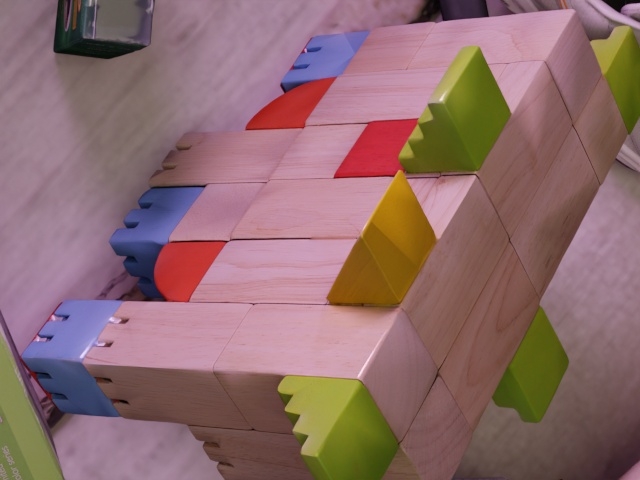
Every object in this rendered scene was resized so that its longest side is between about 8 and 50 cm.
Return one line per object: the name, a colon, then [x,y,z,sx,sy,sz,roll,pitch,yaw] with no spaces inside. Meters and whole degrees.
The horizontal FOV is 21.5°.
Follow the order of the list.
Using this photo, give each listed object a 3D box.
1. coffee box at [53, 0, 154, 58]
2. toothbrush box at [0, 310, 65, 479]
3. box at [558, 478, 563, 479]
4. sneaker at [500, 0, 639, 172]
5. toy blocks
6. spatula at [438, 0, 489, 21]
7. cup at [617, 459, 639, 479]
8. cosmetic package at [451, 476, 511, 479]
coffee box: [-0.124,-0.165,0.981,0.040,0.184,0.113,5,91,-14]
toothbrush box: [-0.318,0.088,0.960,0.283,0.122,0.206,-23,120,-9]
box: [0.113,0.281,1.127,0.184,0.045,0.191,-18,97,-8]
sneaker: [0.209,-0.126,1.067,0.262,0.121,0.099,43,77,-20]
toy blocks: [0.000,0.000,0.980,0.381,0.261,0.191,-57,131,-35]
spatula: [0.068,-0.250,1.066,0.084,0.030,0.296,-13,107,3]
cup: [0.275,0.239,1.019,0.237,0.331,0.331,-15,96,-5]
cosmetic package: [0.074,0.268,1.055,0.117,0.085,0.231,0,92,-11]
